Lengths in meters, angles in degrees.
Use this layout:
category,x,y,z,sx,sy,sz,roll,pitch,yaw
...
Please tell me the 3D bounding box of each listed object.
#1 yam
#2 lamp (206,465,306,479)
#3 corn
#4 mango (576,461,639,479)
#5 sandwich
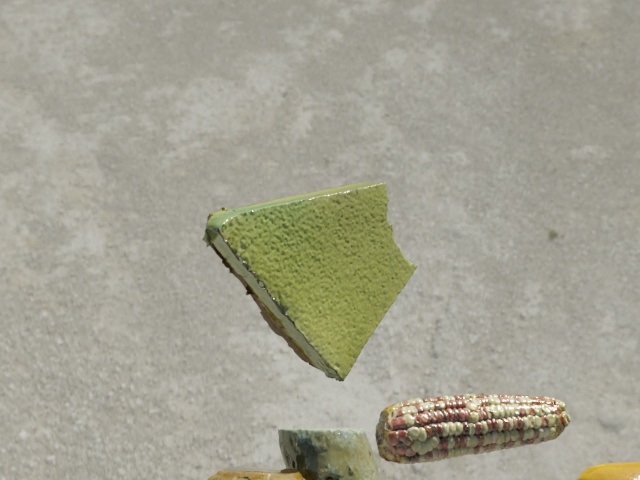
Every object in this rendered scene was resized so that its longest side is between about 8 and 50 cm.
category,x,y,z,sx,sy,sz,roll,pitch,yaw
yam,0.036,0.398,1.201,0.133,0.133,0.330,-9,64,-14
lamp,-0.085,0.393,1.138,0.161,0.161,0.185,2,79,-3
corn,0.184,0.224,1.048,0.237,0.080,0.079,-3,44,-6
mango,0.536,0.433,1.452,0.217,0.102,0.141,18,70,8
sandwich,0.000,0.000,0.971,0.063,0.245,0.212,4,48,47
